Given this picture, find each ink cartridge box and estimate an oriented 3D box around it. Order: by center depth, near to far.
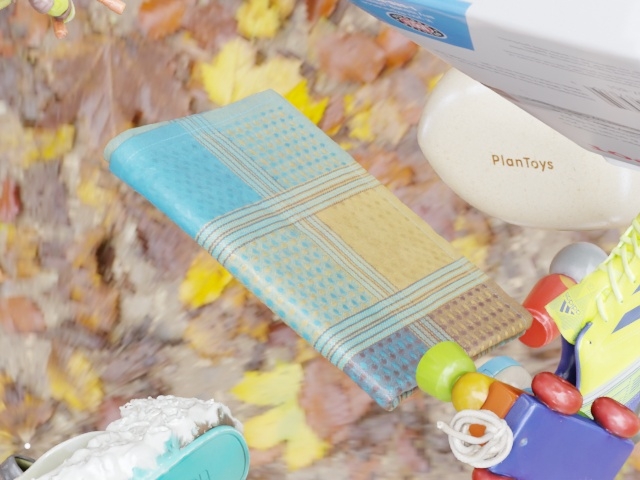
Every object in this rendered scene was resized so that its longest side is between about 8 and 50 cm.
[{"bbox_3d":[0.176,-0.123,0.944,0.307,0.223,0.129,24,87,-49],"label":"ink cartridge box"}]

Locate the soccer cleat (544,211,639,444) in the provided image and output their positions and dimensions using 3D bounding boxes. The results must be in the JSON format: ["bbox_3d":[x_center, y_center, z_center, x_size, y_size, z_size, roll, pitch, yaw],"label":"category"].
[{"bbox_3d":[0.263,0.051,1.544,0.121,0.093,0.289,17,114,-2],"label":"soccer cleat"}]

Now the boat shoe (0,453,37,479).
[{"bbox_3d":[-0.221,0.277,1.735,0.223,0.080,0.073,27,118,-10],"label":"boat shoe"}]

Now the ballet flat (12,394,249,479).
[{"bbox_3d":[-0.230,0.250,1.445,0.409,0.147,0.147,-32,89,-39],"label":"ballet flat"}]

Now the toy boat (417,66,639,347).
[{"bbox_3d":[0.231,-0.053,1.772,0.148,0.267,0.318,-41,133,-42],"label":"toy boat"}]

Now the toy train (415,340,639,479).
[{"bbox_3d":[0.125,0.125,1.377,0.248,0.143,0.105,24,101,-46],"label":"toy train"}]

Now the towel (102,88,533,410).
[{"bbox_3d":[0.000,0.000,1.685,0.370,0.040,0.271,42,34,19],"label":"towel"}]

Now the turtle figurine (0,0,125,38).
[{"bbox_3d":[-0.282,-0.206,1.495,0.269,0.087,0.217,35,63,-35],"label":"turtle figurine"}]
